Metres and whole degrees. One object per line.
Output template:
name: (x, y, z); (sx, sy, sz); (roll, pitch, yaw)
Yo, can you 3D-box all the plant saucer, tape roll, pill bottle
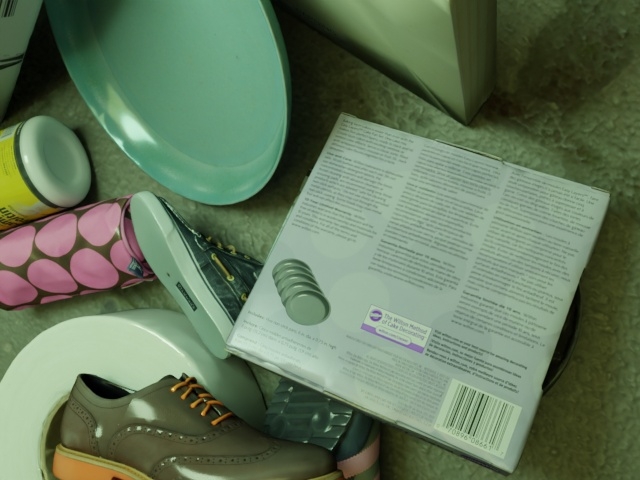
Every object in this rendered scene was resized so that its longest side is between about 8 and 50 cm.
plant saucer: (-0.142, -0.181, 0.664); (0.317, 0.043, 0.318); (26, 137, 27)
tape roll: (-0.199, 0.213, 0.731); (0.286, 0.100, 0.286); (0, 90, 19)
pill bottle: (-0.357, -0.063, 0.784); (0.184, 0.103, 0.103); (-16, 85, 18)

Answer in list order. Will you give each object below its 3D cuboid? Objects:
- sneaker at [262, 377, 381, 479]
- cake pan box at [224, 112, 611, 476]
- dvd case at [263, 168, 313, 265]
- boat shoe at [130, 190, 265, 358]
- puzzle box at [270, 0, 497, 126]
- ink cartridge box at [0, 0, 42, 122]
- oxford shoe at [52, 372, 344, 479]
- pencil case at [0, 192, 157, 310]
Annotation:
sneaker: (0.013, 0.230, 0.670); (0.112, 0.131, 0.319); (0, 69, 46)
cake pan box: (0.089, 0.036, 0.610); (0.266, 0.070, 0.246); (19, 75, 17)
dvd case: (0.000, 0.000, 0.711); (0.087, 0.013, 0.119); (29, 98, 17)
boat shoe: (-0.112, 0.022, 0.706); (0.183, 0.083, 0.065); (58, 143, 2)
puzzle box: (-0.036, -0.257, 0.588); (0.409, 0.272, 0.052); (37, 93, 15)
ink cartridge box: (-0.421, -0.233, 0.622); (0.395, 0.285, 0.166); (-30, 78, 54)
oxford shoe: (-0.110, 0.165, 0.603); (0.271, 0.097, 0.098); (1, 84, 18)
pencil case: (-0.268, 0.020, 0.765); (0.209, 0.095, 0.098); (-12, 124, 20)
